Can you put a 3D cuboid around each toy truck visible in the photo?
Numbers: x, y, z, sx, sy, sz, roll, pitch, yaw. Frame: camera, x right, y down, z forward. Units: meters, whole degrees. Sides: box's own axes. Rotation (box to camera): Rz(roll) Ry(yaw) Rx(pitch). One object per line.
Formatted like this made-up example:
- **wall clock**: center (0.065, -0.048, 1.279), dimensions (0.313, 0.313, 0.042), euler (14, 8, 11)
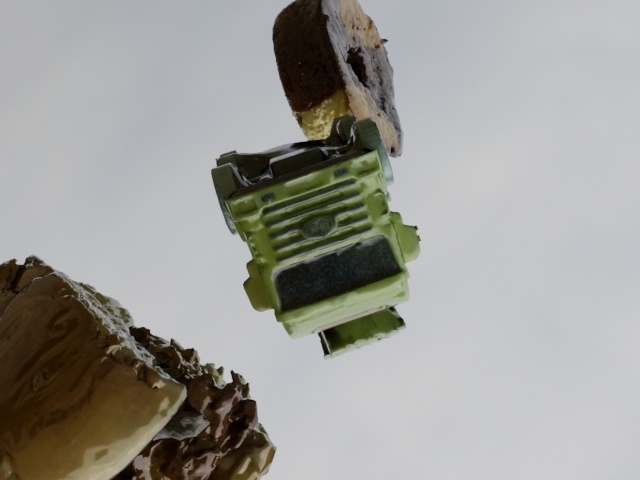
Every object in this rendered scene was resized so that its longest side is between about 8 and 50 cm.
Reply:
- **toy truck**: center (0.000, 0.000, 0.599), dimensions (0.085, 0.116, 0.191), euler (-19, -172, -1)

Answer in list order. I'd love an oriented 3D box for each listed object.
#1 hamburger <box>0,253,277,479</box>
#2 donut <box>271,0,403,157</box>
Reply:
- **hamburger**: center (-0.147, 0.106, 0.643), dimensions (0.282, 0.155, 0.245), euler (-34, -151, 30)
- **donut**: center (0.013, -0.119, 0.825), dimensions (0.059, 0.140, 0.140), euler (-19, -143, 19)
